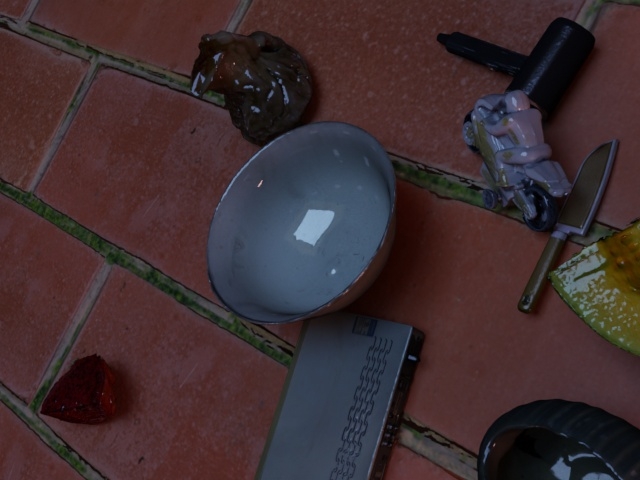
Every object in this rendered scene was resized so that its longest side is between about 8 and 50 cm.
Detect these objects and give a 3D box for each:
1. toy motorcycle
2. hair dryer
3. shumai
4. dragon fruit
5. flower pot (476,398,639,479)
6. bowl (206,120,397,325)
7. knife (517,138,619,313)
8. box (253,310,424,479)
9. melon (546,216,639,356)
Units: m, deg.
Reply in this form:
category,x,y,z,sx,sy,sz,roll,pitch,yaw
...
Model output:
category,x,y,z,sx,sy,sz,roll,pitch,yaw
toy motorcycle,0.253,-0.121,1.192,0.074,0.151,0.228,-11,48,-18
hair dryer,0.259,-0.273,1.295,0.255,0.070,0.128,38,94,44
shumai,-0.120,-0.267,1.487,0.166,0.176,0.206,-42,56,14
dragon fruit,-0.380,0.250,1.528,0.162,0.083,0.106,-19,48,39
flower pot,0.282,0.276,0.982,0.243,0.157,0.189,37,97,42
bowl,0.000,0.000,1.303,0.313,0.146,0.313,-17,55,27
knife,0.321,-0.018,1.165,0.046,0.022,0.256,19,79,45
box,0.027,0.234,1.257,0.211,0.045,0.270,7,75,37
melon,0.413,0.038,1.022,0.265,0.129,0.169,-33,78,17
